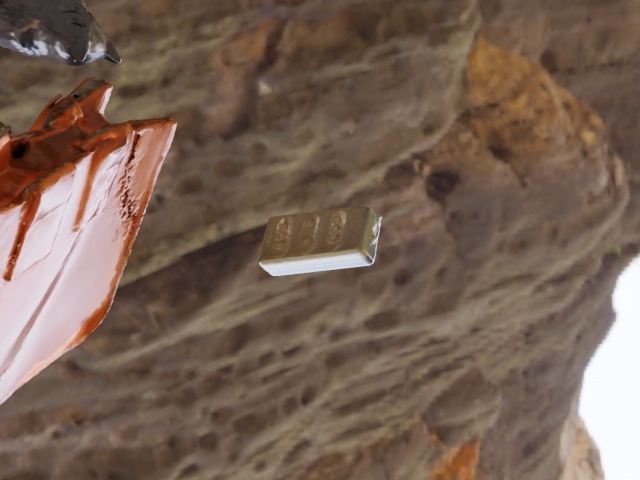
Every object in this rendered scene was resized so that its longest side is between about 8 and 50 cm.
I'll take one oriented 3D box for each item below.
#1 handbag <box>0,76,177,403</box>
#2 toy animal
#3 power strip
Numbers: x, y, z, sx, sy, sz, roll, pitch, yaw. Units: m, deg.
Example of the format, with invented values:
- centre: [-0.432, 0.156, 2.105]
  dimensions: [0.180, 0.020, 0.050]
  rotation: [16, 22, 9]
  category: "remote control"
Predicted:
- centre: [-0.308, 0.035, 1.189]
  dimensions: [0.116, 0.303, 0.410]
  rotation: [31, -149, 9]
  category: "handbag"
- centre: [-0.278, -0.195, 1.202]
  dimensions: [0.210, 0.117, 0.121]
  rotation: [45, -152, 27]
  category: "toy animal"
- centre: [0.000, 0.000, 1.291]
  dimensions: [0.123, 0.032, 0.056]
  rotation: [-7, -123, 32]
  category: "power strip"
